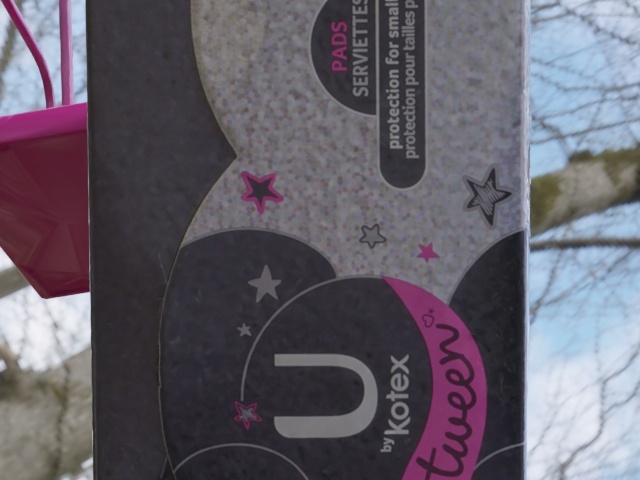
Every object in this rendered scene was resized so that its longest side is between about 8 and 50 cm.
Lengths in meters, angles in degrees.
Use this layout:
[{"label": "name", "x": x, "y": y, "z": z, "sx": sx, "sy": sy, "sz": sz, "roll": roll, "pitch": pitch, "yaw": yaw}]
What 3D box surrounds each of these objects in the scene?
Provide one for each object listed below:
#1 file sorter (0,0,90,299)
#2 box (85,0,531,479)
[{"label": "file sorter", "x": -0.067, "y": -0.104, "z": 1.004, "sx": 0.290, "sy": 0.202, "sz": 0.182, "roll": -9, "pitch": -117, "yaw": 6}, {"label": "box", "x": 0.000, "y": 0.000, "z": 0.626, "sx": 0.163, "sy": 0.142, "sz": 0.247, "roll": 0, "pitch": -85, "yaw": 3}]
